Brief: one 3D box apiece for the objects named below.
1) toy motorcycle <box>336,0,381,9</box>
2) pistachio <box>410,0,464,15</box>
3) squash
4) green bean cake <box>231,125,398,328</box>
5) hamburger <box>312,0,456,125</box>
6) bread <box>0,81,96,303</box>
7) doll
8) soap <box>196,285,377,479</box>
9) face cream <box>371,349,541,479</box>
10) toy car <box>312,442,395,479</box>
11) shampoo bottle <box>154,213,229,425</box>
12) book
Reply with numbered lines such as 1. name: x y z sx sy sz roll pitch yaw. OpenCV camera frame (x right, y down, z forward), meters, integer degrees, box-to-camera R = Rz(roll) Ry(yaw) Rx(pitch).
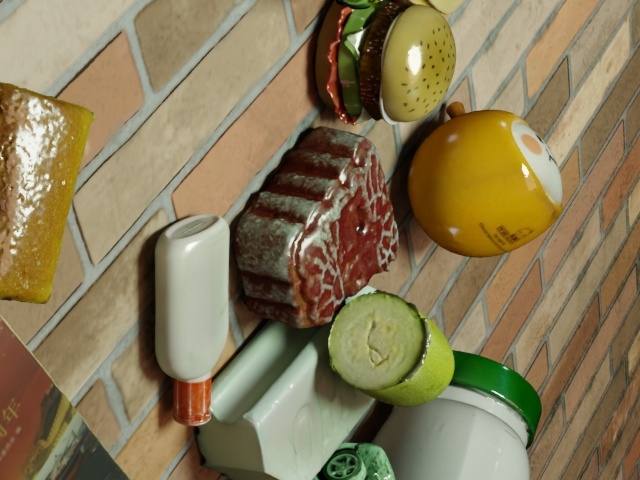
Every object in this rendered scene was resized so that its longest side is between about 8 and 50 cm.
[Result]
1. toy motorcycle: 0.014 -0.365 1.548 0.342 0.142 0.206 54 17 -56
2. pistachio: 0.144 -0.345 1.815 0.200 0.117 0.145 -18 98 -62
3. squash: 0.095 0.133 1.754 0.187 0.123 0.123 34 72 -62
4. green bean cake: 0.000 0.000 1.733 0.232 0.097 0.198 -52 144 -40
5. hamburger: 0.082 -0.208 1.750 0.175 0.137 0.175 -40 139 -47
6. bread: -0.263 -0.040 1.210 0.132 0.103 0.172 14 89 -60
7. doll: 0.207 -0.097 2.016 0.213 0.213 0.236 57 10 -55
8. soap: -0.025 0.176 1.771 0.289 0.095 0.172 -47 140 -43
9. face cream: 0.154 0.345 2.015 0.312 0.220 0.357 123 -10 -57
10. toy car: -0.033 0.362 1.798 0.306 0.125 0.136 -47 132 -32
11. shampoo bottle: -0.133 0.087 1.572 0.108 0.051 0.220 -34 131 -56
12. book: -0.292 0.268 1.386 0.262 0.028 0.374 -60 149 -25
